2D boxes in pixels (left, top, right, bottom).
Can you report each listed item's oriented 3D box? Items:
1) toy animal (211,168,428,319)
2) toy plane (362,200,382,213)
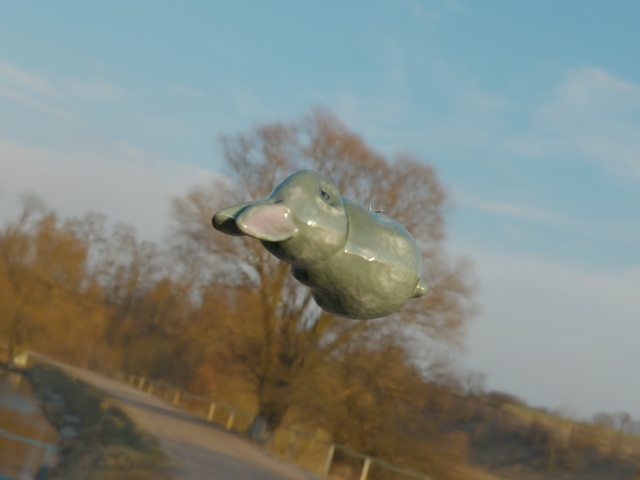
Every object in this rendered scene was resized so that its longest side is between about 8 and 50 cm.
[{"bbox_3d":[0.006,-0.007,1.006,0.138,0.108,0.236,14,-17,32],"label":"toy animal"},{"bbox_3d":[0.064,-0.022,1.680,0.078,0.084,0.024,10,36,-21],"label":"toy plane"}]
